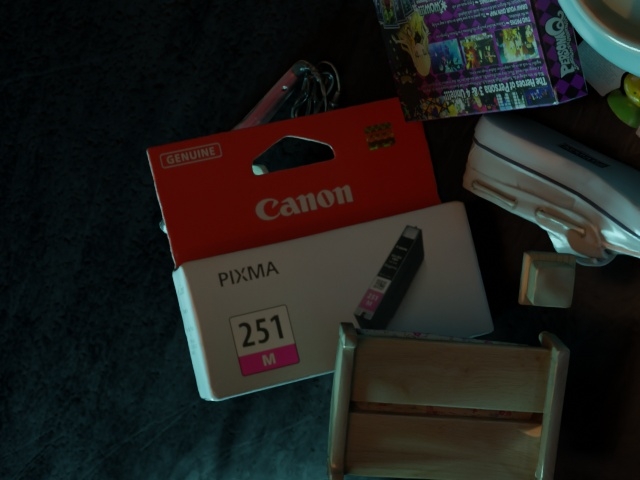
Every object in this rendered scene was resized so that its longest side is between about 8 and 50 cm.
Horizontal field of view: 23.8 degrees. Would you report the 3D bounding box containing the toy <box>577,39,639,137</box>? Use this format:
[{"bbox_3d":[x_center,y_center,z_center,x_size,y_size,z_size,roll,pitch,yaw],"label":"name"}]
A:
[{"bbox_3d":[0.331,-0.188,1.266,0.137,0.056,0.237,50,123,14],"label":"toy"}]

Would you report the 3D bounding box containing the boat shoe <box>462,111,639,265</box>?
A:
[{"bbox_3d":[0.234,-0.022,1.324,0.267,0.096,0.088,31,115,28],"label":"boat shoe"}]

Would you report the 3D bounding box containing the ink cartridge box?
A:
[{"bbox_3d":[0.000,0.000,1.393,0.060,0.275,0.239,158,99,-76],"label":"ink cartridge box"}]

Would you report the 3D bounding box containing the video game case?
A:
[{"bbox_3d":[0.125,-0.214,1.324,0.232,0.042,0.210,-1,105,60],"label":"video game case"}]

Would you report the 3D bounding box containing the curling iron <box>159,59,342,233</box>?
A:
[{"bbox_3d":[-0.079,-0.088,1.551,0.274,0.035,0.068,-38,75,29],"label":"curling iron"}]

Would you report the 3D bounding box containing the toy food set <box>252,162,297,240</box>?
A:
[{"bbox_3d":[-0.013,0.011,1.488,0.128,0.071,0.218,-4,105,71],"label":"toy food set"}]

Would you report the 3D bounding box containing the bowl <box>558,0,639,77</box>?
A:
[{"bbox_3d":[0.289,-0.235,1.133,0.311,0.163,0.311,14,114,34],"label":"bowl"}]

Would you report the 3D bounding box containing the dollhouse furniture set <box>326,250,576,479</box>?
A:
[{"bbox_3d":[0.046,0.159,1.379,0.303,0.174,0.355,5,102,-6],"label":"dollhouse furniture set"}]
